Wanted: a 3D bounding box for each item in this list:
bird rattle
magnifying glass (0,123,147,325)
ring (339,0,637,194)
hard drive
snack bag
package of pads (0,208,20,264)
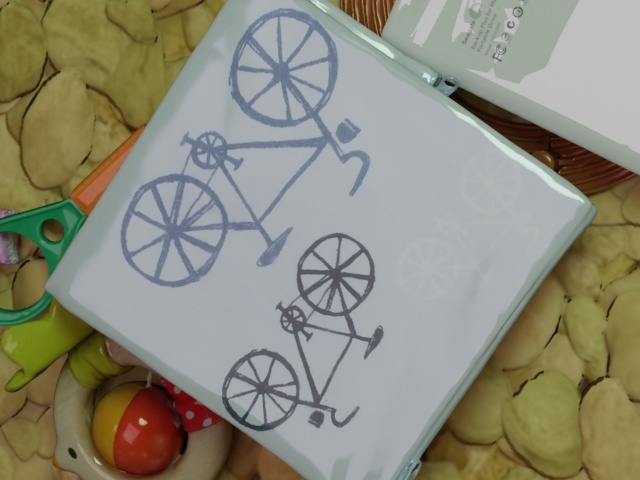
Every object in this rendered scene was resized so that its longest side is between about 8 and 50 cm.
[{"bbox_3d":[-0.138,0.131,1.517,0.254,0.143,0.207,15,112,9],"label":"bird rattle"},{"bbox_3d":[-0.225,-0.015,1.553,0.231,0.026,0.092,-42,93,14],"label":"magnifying glass"},{"bbox_3d":[0.167,-0.199,1.382,0.337,0.032,0.336,2,96,23],"label":"ring"},{"bbox_3d":[0.216,-0.173,1.323,0.307,0.040,0.203,28,104,19],"label":"hard drive"},{"bbox_3d":[0.000,0.000,1.372,0.342,0.037,0.323,35,99,11],"label":"snack bag"},{"bbox_3d":[-0.310,-0.004,1.603,0.083,0.032,0.050,1,92,23],"label":"package of pads"}]
